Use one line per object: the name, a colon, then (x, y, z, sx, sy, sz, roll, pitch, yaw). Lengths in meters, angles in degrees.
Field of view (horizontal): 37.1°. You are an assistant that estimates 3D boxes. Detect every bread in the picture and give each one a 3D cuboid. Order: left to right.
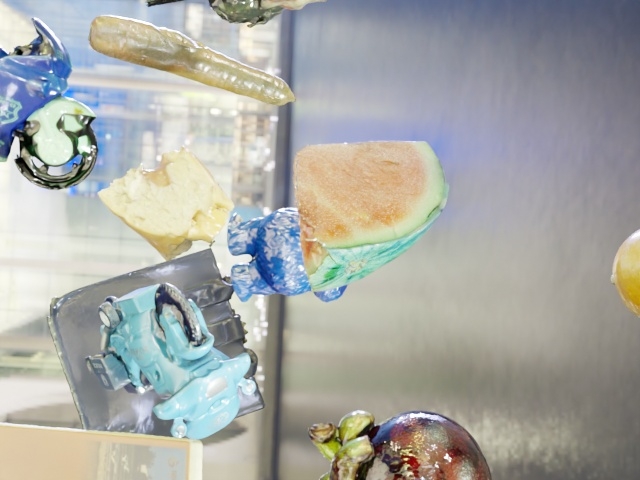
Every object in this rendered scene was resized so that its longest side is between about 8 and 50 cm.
bread: (-0.255, -0.051, 1.803, 0.183, 0.211, 0.224, -46, -19, -1)

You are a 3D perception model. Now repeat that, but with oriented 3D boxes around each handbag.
handbag: (-0.277, 0.199, 1.679, 0.122, 0.329, 0.303, 126, 125, -80)

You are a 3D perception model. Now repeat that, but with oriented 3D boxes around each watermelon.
watermelon: (0.055, -0.023, 0.928, 0.231, 0.146, 0.128, -95, -4, -55)

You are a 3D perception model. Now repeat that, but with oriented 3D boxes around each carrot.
carrot: (-0.185, -0.273, 1.463, 0.070, 0.342, 0.070, -43, 40, 51)

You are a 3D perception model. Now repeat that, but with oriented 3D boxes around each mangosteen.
mangosteen: (0.150, 0.427, 1.639, 0.311, 0.311, 0.311, -176, 90, -85)

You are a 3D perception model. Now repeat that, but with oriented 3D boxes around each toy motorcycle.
toy motorcycle: (-0.414, -0.172, 1.090, 0.125, 0.331, 0.196, -159, 79, -76)
toy motorcycle: (-0.178, 0.138, 1.102, 0.272, 0.124, 0.182, -12, 104, 59)

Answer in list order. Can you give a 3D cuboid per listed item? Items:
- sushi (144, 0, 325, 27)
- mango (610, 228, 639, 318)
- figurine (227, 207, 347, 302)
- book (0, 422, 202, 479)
sushi: (-0.014, -0.275, 0.961, 0.320, 0.340, 0.068, 167, 90, -81)
mango: (0.623, 0.037, 1.433, 0.221, 0.384, 0.198, 37, -130, -40)
figurine: (-0.004, 0.008, 1.302, 0.121, 0.262, 0.164, -68, -45, -77)
book: (-0.278, 0.327, 0.990, 0.028, 0.374, 0.262, 17, -107, -56)
